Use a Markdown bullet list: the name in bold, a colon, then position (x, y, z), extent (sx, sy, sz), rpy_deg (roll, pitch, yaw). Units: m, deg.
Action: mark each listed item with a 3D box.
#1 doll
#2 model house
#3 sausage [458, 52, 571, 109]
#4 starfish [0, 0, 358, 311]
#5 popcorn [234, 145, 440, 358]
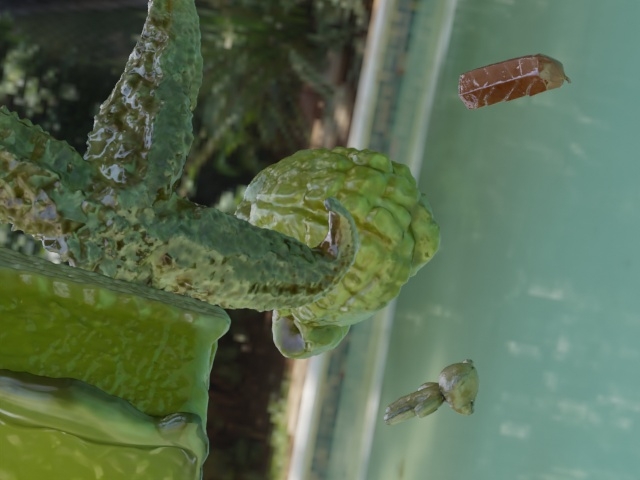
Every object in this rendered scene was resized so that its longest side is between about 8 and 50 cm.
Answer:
- **doll**: position (0.104, 0.142, 1.406), extent (0.061, 0.093, 0.051), rpy_deg (-62, -37, -74)
- **model house**: position (-0.163, 0.093, 1.012), extent (0.234, 0.193, 0.174), rpy_deg (-81, 5, -55)
- **sausage**: position (0.283, -0.232, 2.173), extent (0.169, 0.065, 0.065), rpy_deg (-10, 62, 42)
- **starfish**: position (-0.166, -0.077, 1.325), extent (0.324, 0.432, 0.082), rpy_deg (-41, 8, -24)
- **popcorn**: position (0.000, 0.000, 1.838), extent (0.286, 0.225, 0.174), rpy_deg (-42, 0, 39)
